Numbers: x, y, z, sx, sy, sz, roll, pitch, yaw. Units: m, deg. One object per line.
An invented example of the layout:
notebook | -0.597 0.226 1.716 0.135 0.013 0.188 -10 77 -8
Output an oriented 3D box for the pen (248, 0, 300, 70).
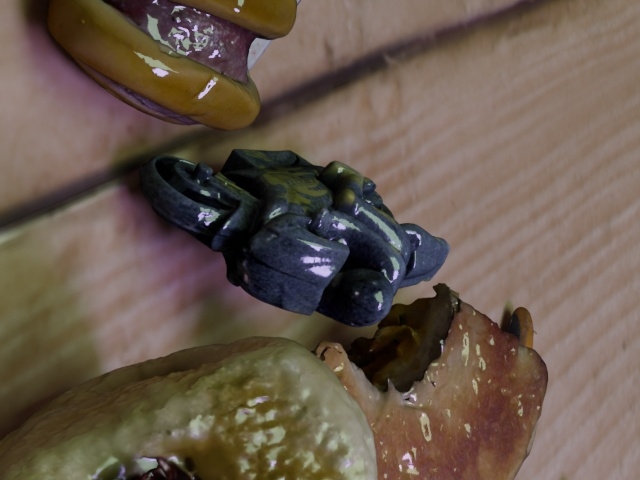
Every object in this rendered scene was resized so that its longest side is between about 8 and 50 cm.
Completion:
pen | -0.019 -0.140 0.935 0.026 0.026 0.218 64 37 -30

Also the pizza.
pizza | 0.028 0.114 0.907 0.305 0.085 0.161 -22 103 -52

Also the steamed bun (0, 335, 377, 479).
steamed bun | -0.081 0.118 0.683 0.155 0.172 0.141 -7 81 -41

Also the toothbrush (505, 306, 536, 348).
toothbrush | 0.109 0.182 1.083 0.023 0.031 0.321 48 46 -45

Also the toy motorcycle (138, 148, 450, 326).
toy motorcycle | 0.000 0.000 0.858 0.193 0.124 0.061 4 123 -55

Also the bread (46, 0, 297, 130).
bread | -0.054 -0.167 0.797 0.134 0.081 0.225 9 91 -50
